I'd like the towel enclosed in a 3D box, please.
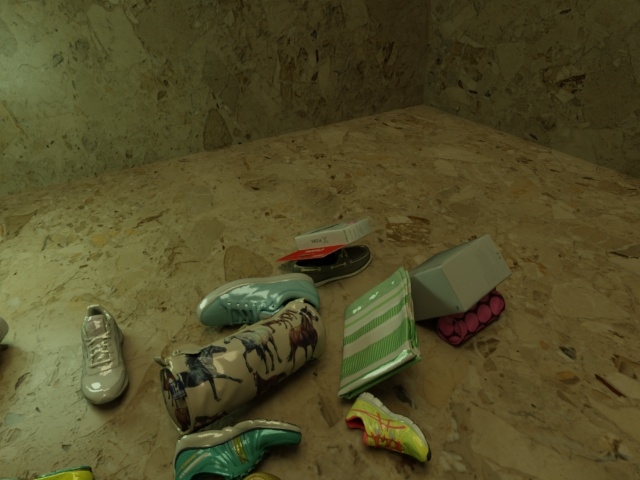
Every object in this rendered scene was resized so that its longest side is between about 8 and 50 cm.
[{"bbox_3d":[0.141,0.230,1.040,0.248,0.038,0.324,-40,20,26],"label":"towel"}]

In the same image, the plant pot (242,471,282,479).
[{"bbox_3d":[-0.115,0.497,0.758,0.134,0.095,0.134,-2,34,2],"label":"plant pot"}]

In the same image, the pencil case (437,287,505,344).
[{"bbox_3d":[0.424,0.205,1.133,0.209,0.098,0.095,-27,40,-28],"label":"pencil case"}]

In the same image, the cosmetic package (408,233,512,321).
[{"bbox_3d":[0.366,0.110,1.147,0.225,0.138,0.224,-28,-3,-31],"label":"cosmetic package"}]

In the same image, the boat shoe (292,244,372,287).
[{"bbox_3d":[0.045,0.074,1.374,0.305,0.091,0.109,-19,37,-21],"label":"boat shoe"}]

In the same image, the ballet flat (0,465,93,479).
[{"bbox_3d":[-0.584,0.515,0.809,0.231,0.077,0.077,-6,50,-6],"label":"ballet flat"}]

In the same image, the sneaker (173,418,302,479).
[{"bbox_3d":[-0.169,0.453,0.850,0.276,0.107,0.109,-14,50,-3],"label":"sneaker"}]

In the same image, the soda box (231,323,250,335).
[{"bbox_3d":[-0.241,0.309,1.084,0.061,0.058,0.181,20,41,31],"label":"soda box"}]

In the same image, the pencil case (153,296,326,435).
[{"bbox_3d":[-0.175,0.283,0.978,0.411,0.183,0.160,-21,12,-36],"label":"pencil case"}]

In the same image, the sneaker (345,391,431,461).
[{"bbox_3d":[0.140,0.419,0.868,0.094,0.081,0.209,-30,31,-33],"label":"sneaker"}]

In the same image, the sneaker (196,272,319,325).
[{"bbox_3d":[-0.175,0.194,1.183,0.366,0.135,0.150,-15,32,-14],"label":"sneaker"}]

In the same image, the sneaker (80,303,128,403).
[{"bbox_3d":[-0.592,0.294,1.064,0.114,0.152,0.305,-17,37,-22],"label":"sneaker"}]

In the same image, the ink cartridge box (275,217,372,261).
[{"bbox_3d":[0.000,0.000,1.393,0.239,0.060,0.275,-23,9,-39],"label":"ink cartridge box"}]

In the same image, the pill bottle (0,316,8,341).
[{"bbox_3d":[-0.972,0.316,1.070,0.153,0.153,0.264,-6,33,-3],"label":"pill bottle"}]
